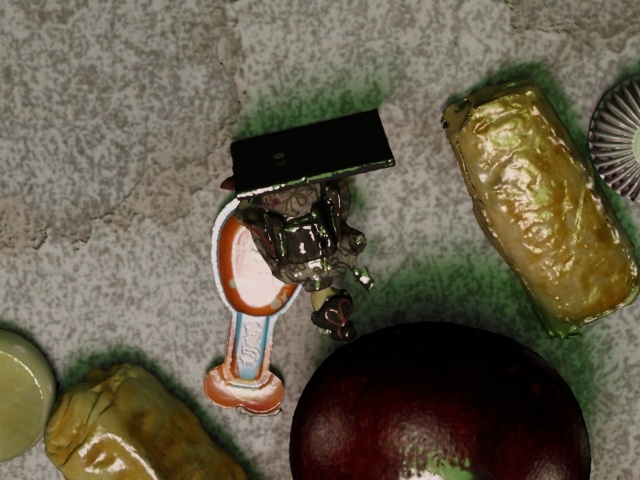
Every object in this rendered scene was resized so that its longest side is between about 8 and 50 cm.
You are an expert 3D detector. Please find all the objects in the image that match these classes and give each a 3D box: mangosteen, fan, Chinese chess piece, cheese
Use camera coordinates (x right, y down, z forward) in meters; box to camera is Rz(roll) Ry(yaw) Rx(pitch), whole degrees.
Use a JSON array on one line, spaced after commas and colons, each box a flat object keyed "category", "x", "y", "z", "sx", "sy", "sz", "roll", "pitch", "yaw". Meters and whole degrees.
[{"category": "mangosteen", "x": 0.114, "y": 0.221, "z": 1.638, "sx": 0.297, "sy": 0.293, "sz": 0.297, "roll": 6, "pitch": 133, "yaw": 7}, {"category": "fan", "x": 0.345, "y": -0.153, "z": 1.642, "sx": 0.130, "sy": 0.074, "sz": 0.244, "roll": 17, "pitch": 101, "yaw": 2}, {"category": "Chinese chess piece", "x": -0.344, "y": 0.160, "z": 1.741, "sx": 0.144, "sy": 0.058, "sz": 0.144, "roll": 1, "pitch": 107, "yaw": 2}, {"category": "cheese", "x": -0.066, "y": 0.062, "z": 1.721, "sx": 0.106, "sy": 0.037, "sz": 0.256, "roll": 7, "pitch": 106, "yaw": -1}]

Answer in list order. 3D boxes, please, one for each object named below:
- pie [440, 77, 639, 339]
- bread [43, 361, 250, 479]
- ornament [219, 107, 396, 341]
[{"category": "pie", "x": 0.224, "y": -0.026, "z": 1.681, "sx": 0.128, "sy": 0.068, "sz": 0.282, "roll": -28, "pitch": 110, "yaw": 9}, {"category": "bread", "x": -0.169, "y": 0.247, "z": 1.734, "sx": 0.152, "sy": 0.130, "sz": 0.268, "roll": -45, "pitch": 106, "yaw": -26}, {"category": "ornament", "x": 0.000, "y": 0.000, "z": 1.643, "sx": 0.166, "sy": 0.153, "sz": 0.196, "roll": -12, "pitch": 111, "yaw": 0}]
